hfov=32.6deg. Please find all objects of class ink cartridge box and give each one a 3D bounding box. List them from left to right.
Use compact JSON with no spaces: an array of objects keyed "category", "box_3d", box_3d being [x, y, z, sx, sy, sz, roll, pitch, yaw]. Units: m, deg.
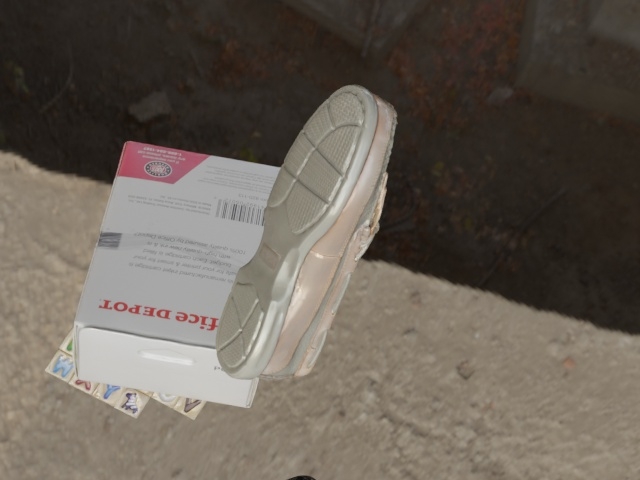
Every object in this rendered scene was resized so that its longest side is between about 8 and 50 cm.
[{"category":"ink cartridge box","box_3d":[-0.156,0.035,1.268,0.207,0.117,0.283,10,49,-4]}]

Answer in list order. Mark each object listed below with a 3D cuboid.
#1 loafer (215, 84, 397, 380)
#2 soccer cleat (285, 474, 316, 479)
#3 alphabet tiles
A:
[{"category":"loafer","box_3d":[0.000,0.000,0.422,0.039,0.125,0.045,13,23,-34]},{"category":"soccer cleat","box_3d":[-0.017,0.373,1.041,0.116,0.109,0.318,53,24,-27]},{"category":"alphabet tiles","box_3d":[-0.255,0.168,1.632,0.237,0.009,0.198,32,95,-20]}]
